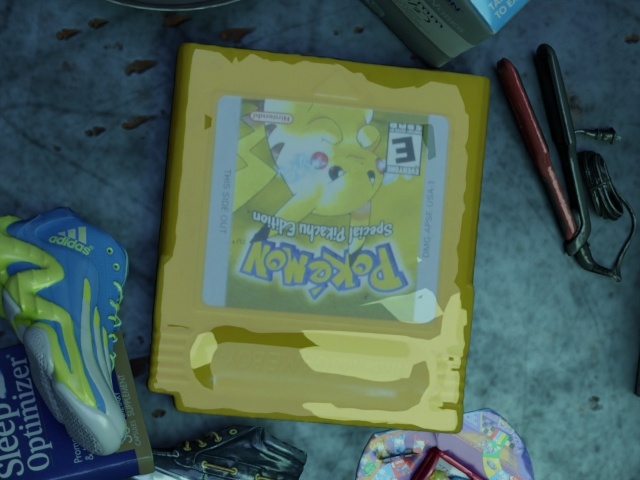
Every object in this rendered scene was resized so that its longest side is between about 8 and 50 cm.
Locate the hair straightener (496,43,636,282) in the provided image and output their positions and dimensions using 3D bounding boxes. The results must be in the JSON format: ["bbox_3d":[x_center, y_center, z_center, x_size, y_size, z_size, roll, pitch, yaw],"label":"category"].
[{"bbox_3d":[0.241,-0.073,1.554,0.089,0.047,0.230,-23,94,-9],"label":"hair straightener"}]

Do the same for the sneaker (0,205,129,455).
[{"bbox_3d":[-0.197,0.060,1.425,0.126,0.091,0.240,-27,67,-20],"label":"sneaker"}]

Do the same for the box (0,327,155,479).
[{"bbox_3d":[-0.265,0.157,1.440,0.225,0.036,0.136,-14,60,-9],"label":"box"}]

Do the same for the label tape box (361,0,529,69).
[{"bbox_3d":[0.177,-0.277,1.393,0.249,0.347,0.115,-45,97,-7],"label":"label tape box"}]

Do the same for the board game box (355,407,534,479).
[{"bbox_3d":[0.117,0.229,1.538,0.168,0.033,0.133,-11,91,-9],"label":"board game box"}]

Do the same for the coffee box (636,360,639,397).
[{"bbox_3d":[0.399,0.009,1.545,0.168,0.119,0.297,7,88,-10],"label":"coffee box"}]

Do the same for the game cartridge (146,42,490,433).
[{"bbox_3d":[0.000,0.000,1.506,0.285,0.052,0.324,5,85,-9],"label":"game cartridge"}]

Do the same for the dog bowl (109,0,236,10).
[{"bbox_3d":[-0.137,-0.363,1.464,0.349,0.102,0.349,0,90,-9],"label":"dog bowl"}]

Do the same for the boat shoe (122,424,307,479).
[{"bbox_3d":[-0.105,0.193,1.490,0.183,0.065,0.083,21,72,-7],"label":"boat shoe"}]
